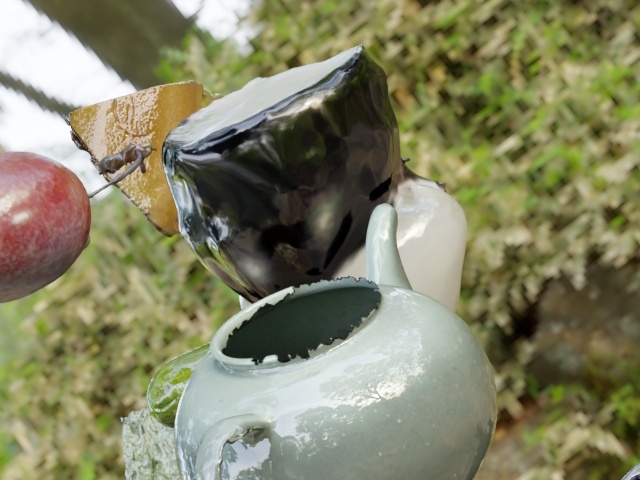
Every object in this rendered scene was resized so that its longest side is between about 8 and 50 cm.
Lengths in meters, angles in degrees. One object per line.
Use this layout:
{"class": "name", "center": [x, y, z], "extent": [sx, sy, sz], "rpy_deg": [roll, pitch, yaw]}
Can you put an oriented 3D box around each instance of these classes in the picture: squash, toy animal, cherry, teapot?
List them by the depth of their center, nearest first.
{"class": "teapot", "center": [0.004, 0.096, 1.045], "extent": [0.193, 0.129, 0.294], "rpy_deg": [-10, 21, 29]}
{"class": "cherry", "center": [-0.185, -0.015, 1.176], "extent": [0.107, 0.090, 0.225], "rpy_deg": [-50, -9, 21]}
{"class": "squash", "center": [-0.031, 0.099, 1.489], "extent": [0.239, 0.069, 0.069], "rpy_deg": [-18, -4, 0]}
{"class": "toy animal", "center": [0.000, 0.000, 1.689], "extent": [0.251, 0.310, 0.251], "rpy_deg": [-25, 14, 7]}

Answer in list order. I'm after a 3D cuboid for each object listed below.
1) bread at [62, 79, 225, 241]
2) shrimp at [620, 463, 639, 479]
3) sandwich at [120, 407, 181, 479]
{"class": "bread", "center": [-0.190, -0.084, 1.918], "extent": [0.160, 0.169, 0.140], "rpy_deg": [5, -3, 24]}
{"class": "shrimp", "center": [0.265, 0.195, 1.267], "extent": [0.137, 0.172, 0.372], "rpy_deg": [5, -34, -27]}
{"class": "sandwich", "center": [-0.114, 0.319, 2.079], "extent": [0.131, 0.325, 0.262], "rpy_deg": [-20, 19, 13]}
